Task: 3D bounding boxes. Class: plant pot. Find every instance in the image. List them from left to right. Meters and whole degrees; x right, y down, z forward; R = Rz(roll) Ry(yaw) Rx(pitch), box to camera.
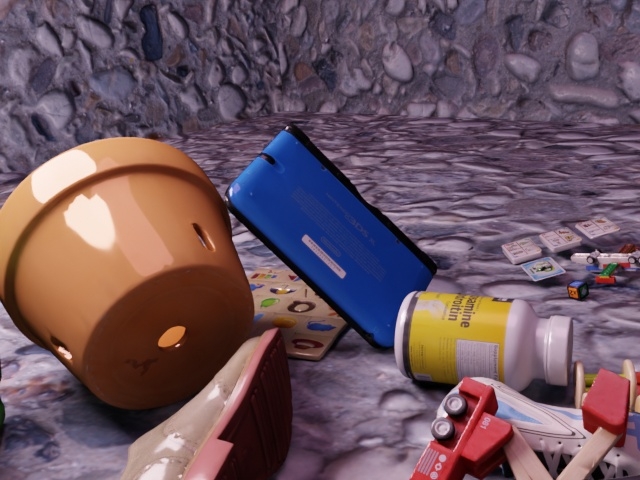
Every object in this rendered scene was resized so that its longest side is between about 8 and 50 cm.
[{"bbox_3d":[-0.208,0.054,0.866,0.290,0.291,0.203,-15,41,-31],"label":"plant pot"}]

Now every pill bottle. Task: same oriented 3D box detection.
[{"bbox_3d":[0.183,0.114,0.834,0.184,0.103,0.103,3,19,23],"label":"pill bottle"}]

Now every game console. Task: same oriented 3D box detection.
[{"bbox_3d":[0.000,0.000,1.049,0.173,0.293,0.250,-38,12,48],"label":"game console"}]

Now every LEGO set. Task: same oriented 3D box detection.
[{"bbox_3d":[0.404,0.037,1.160,0.182,0.060,0.244,-16,16,3],"label":"LEGO set"}]

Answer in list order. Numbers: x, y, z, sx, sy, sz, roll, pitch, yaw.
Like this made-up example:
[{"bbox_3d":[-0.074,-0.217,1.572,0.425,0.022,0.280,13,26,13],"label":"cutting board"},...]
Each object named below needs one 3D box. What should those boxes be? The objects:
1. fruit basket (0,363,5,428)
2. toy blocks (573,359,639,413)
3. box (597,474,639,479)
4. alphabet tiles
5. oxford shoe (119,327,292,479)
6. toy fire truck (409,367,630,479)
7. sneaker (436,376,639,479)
[{"bbox_3d":[-0.495,0.155,0.662,0.391,0.283,0.392,-5,0,0],"label":"fruit basket"},{"bbox_3d":[0.331,0.161,0.730,0.148,0.054,0.123,-1,18,13],"label":"toy blocks"},{"bbox_3d":[0.202,0.221,0.406,0.295,0.074,0.293,0,6,-17],"label":"box"},{"bbox_3d":[-0.090,0.106,1.083,0.285,0.011,0.342,3,19,22],"label":"alphabet tiles"},{"bbox_3d":[-0.108,0.178,0.682,0.130,0.123,0.348,-6,16,13],"label":"oxford shoe"},{"bbox_3d":[0.155,0.178,0.600,0.135,0.047,0.192,19,63,32],"label":"toy fire truck"},{"bbox_3d":[0.213,0.186,0.654,0.237,0.085,0.086,8,40,33],"label":"sneaker"}]
